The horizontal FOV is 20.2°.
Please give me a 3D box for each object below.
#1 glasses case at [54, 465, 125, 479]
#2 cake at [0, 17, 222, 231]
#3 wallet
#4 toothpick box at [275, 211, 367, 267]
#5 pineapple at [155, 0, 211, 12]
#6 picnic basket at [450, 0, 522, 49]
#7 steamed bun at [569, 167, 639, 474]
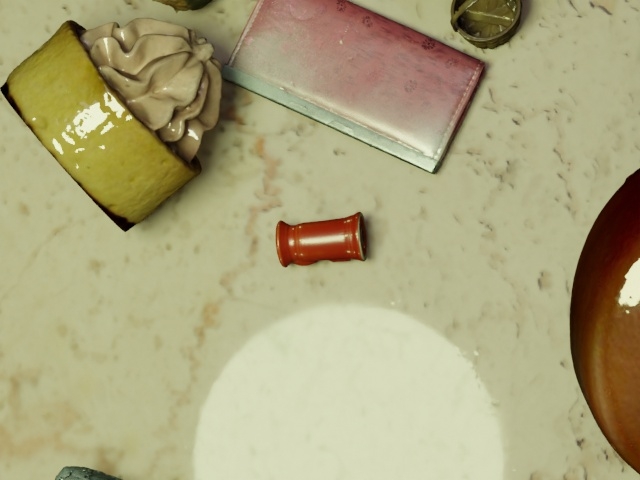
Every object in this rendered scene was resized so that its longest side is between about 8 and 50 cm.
[{"bbox_3d":[-0.119,0.284,1.625,0.282,0.109,0.067,29,85,13],"label":"glasses case"},{"bbox_3d":[-0.177,-0.132,1.668,0.178,0.207,0.185,-42,107,-4],"label":"cake"},{"bbox_3d":[0.031,-0.162,1.710,0.232,0.025,0.119,26,87,14],"label":"wallet"},{"bbox_3d":[0.000,0.000,1.679,0.083,0.047,0.047,-5,80,11],"label":"toothpick box"},{"bbox_3d":[-0.175,-0.301,1.737,0.197,0.108,0.108,35,89,23],"label":"pineapple"},{"bbox_3d":[0.152,-0.217,1.665,0.072,0.083,0.072,-2,82,11],"label":"picnic basket"},{"bbox_3d":[0.373,0.022,1.493,0.379,0.235,0.248,-30,100,10],"label":"steamed bun"}]
